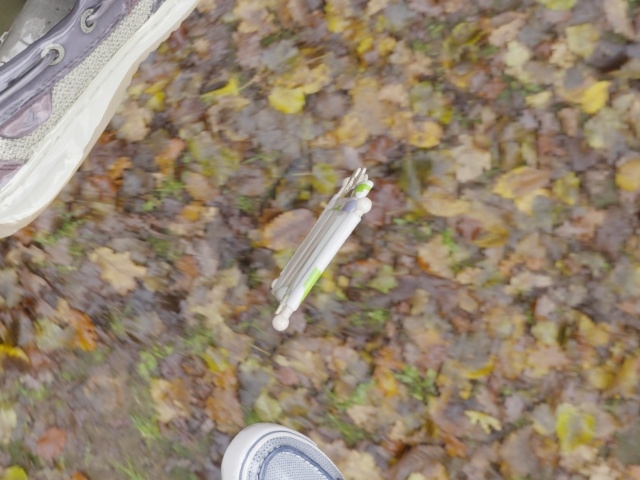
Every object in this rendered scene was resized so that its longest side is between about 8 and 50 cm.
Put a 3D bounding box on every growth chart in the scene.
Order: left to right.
[{"bbox_3d":[0.000,0.000,1.340,0.021,0.237,0.172,36,93,-6],"label":"growth chart"}]

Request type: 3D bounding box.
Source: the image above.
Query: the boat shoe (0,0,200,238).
[{"bbox_3d":[-0.125,-0.138,0.661,0.103,0.092,0.285,26,80,29],"label":"boat shoe"}]

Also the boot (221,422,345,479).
[{"bbox_3d":[0.019,0.182,0.809,0.069,0.086,0.190,-54,130,-21],"label":"boot"}]
